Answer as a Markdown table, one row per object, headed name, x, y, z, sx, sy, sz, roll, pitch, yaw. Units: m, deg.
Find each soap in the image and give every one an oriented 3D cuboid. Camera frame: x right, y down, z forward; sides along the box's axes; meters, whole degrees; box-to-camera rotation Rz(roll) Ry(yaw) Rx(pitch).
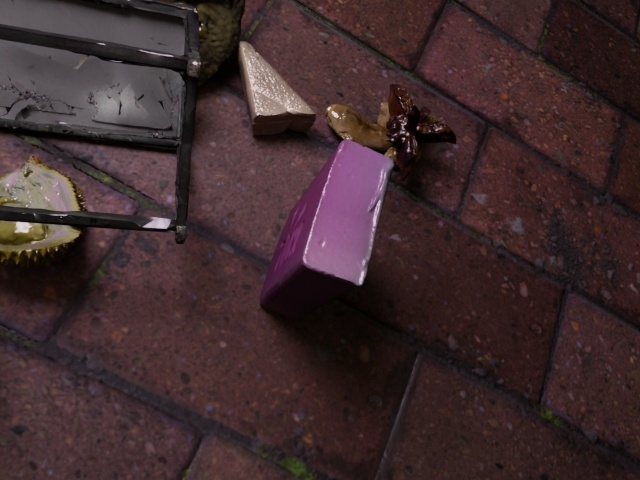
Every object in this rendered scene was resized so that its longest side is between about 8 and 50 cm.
| name | x | y | z | sx | sy | sz | roll | pitch | yaw |
| --- | --- | --- | --- | --- | --- | --- | --- | --- | --- |
| soap | -0.002 | -0.001 | 0.687 | 0.081 | 0.259 | 0.181 | 22 | 68 | -10 |

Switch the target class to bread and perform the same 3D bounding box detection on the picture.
| name | x | y | z | sx | sy | sz | roll | pitch | yaw |
| --- | --- | --- | --- | --- | --- | --- | --- | --- | --- |
| bread | -0.079 | -0.258 | 0.843 | 0.105 | 0.077 | 0.152 | -9 | 79 | -17 |

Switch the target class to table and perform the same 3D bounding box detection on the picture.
| name | x | y | z | sx | sy | sz | roll | pitch | yaw |
| --- | --- | --- | --- | --- | --- | --- | --- | --- | --- |
| table | -0.324 | -0.172 | 0.593 | 0.335 | 0.222 | 0.272 | 3 | 34 | -17 |

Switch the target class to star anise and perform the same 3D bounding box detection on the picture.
| name | x | y | z | sx | sy | sz | roll | pitch | yaw |
| --- | --- | --- | --- | --- | --- | --- | --- | --- | --- |
| star anise | 0.165 | -0.198 | 0.819 | 0.158 | 0.144 | 0.140 | 46 | 68 | -5 |

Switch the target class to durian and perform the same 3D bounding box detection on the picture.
| name | x | y | z | sx | sy | sz | roll | pitch | yaw |
| --- | --- | --- | --- | --- | --- | --- | --- | --- | --- |
| durian | -0.392 | -0.039 | 0.665 | 0.146 | 0.102 | 0.208 | -9 | 52 | -21 |

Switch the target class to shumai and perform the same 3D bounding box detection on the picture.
| name | x | y | z | sx | sy | sz | roll | pitch | yaw |
| --- | --- | --- | --- | --- | --- | --- | --- | --- | --- |
| shumai | -0.264 | -0.371 | 0.789 | 0.256 | 0.189 | 0.218 | -26 | 61 | -17 |

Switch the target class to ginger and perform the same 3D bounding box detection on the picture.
| name | x | y | z | sx | sy | sz | roll | pitch | yaw |
| --- | --- | --- | --- | --- | --- | --- | --- | --- | --- |
| ginger | 0.113 | -0.212 | 0.908 | 0.214 | 0.059 | 0.133 | 21 | 75 | -10 |
